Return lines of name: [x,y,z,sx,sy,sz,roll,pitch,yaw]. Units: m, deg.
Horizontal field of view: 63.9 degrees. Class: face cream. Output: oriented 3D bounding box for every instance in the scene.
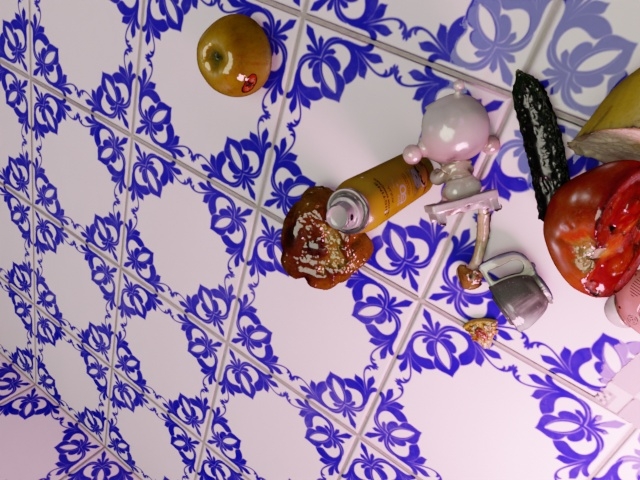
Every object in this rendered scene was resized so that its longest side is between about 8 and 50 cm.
face cream: [0.115,-0.092,0.992,0.105,0.348,0.105,12,114,29]

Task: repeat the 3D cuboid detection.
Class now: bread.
bread: [0.012,-0.003,1.230,0.232,0.135,0.247,16,114,13]

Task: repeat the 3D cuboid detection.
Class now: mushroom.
mushroom: [0.327,0.015,1.087,0.061,0.060,0.187,21,111,42]

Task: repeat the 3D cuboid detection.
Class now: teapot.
teapot: [0.405,0.101,1.049,0.108,0.111,0.149,-33,56,11]

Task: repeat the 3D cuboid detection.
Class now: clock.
clock: [0.595,0.106,0.906,0.162,0.092,0.166,36,127,43]

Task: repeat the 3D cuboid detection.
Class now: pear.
pear: [0.532,-0.204,0.779,0.267,0.267,0.178,14,96,28]

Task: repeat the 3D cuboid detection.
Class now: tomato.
tomato: [0.459,-0.032,0.863,0.139,0.200,0.233,35,138,48]

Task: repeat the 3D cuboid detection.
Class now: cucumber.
cucumber: [0.410,-0.170,0.945,0.072,0.072,0.300,-9,103,35]

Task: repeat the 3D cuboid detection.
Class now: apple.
apple: [-0.201,-0.424,1.189,0.182,0.155,0.182,14,116,31]

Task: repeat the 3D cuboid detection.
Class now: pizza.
pizza: [0.365,0.212,1.151,0.083,0.025,0.078,-20,94,36]

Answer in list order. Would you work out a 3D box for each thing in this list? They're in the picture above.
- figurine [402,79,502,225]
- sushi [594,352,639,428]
figurine: [0.252,-0.166,0.978,0.182,0.144,0.257,-9,101,16]
sushi: [0.721,0.282,0.901,0.296,0.100,0.373,36,124,16]
